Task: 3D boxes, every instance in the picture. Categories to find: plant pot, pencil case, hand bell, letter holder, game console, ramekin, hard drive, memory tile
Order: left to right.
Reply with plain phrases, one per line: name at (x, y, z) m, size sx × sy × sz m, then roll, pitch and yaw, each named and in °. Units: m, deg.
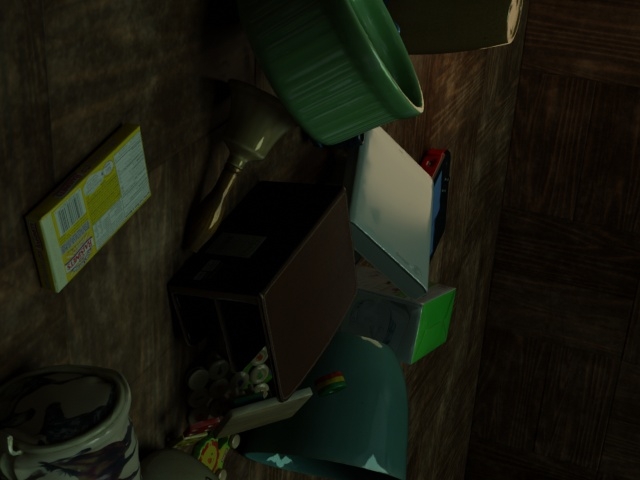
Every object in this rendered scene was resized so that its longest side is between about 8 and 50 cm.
pencil case at (-0.285, 0.327, 1.215) m, size 0.183 × 0.160 × 0.410 m, roll -50°, pitch 148°, yaw -50°
hand bell at (-0.131, -0.094, 1.502) m, size 0.242 × 0.126 × 0.126 m, roll -62°, pitch 160°, yaw -3°
memory tile at (-0.143, 0.226, 1.653) m, size 0.148 × 0.012 × 0.113 m, roll -17°, pitch 125°, yaw -31°
letter holder at (-0.071, 0.076, 1.611) m, size 0.302 × 0.152 × 0.214 m, roll -53°, pitch 141°, yaw -48°
ramekin at (0.010, -0.280, 1.473) m, size 0.303 × 0.148 × 0.303 m, roll 55°, pitch 18°, yaw -28°
plant pot at (0.025, 0.296, 1.900) m, size 0.293 × 0.293 × 0.235 m, roll 55°, pitch 42°, yaw -65°
hard drive at (0.120, -0.064, 1.857) m, size 0.203 × 0.040 × 0.307 m, roll 42°, pitch 34°, yaw -24°
game console at (0.245, -0.005, 2.624) m, size 0.342 × 0.060 × 0.386 m, roll 80°, pitch 30°, yaw -47°
plant pot at (0.257, -0.463, 2.067) m, size 0.237 × 0.255 × 0.237 m, roll 13°, pitch 90°, yaw -72°

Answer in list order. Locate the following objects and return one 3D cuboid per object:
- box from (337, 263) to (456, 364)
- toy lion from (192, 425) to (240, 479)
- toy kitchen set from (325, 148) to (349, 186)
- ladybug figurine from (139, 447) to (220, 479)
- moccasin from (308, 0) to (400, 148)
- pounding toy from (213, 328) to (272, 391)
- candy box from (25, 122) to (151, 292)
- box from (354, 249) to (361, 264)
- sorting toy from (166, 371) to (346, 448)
box at (0.122, 0.137, 2.113) m, size 0.262 × 0.231 × 0.126 m, roll -14°, pitch 115°, yaw -69°
toy lion at (-0.178, 0.348, 1.729) m, size 0.100 × 0.034 × 0.096 m, roll -68°, pitch 151°, yaw -23°
toy kitchen set at (0.110, -0.109, 2.016) m, size 0.122 × 0.166 × 0.207 m, roll 47°, pitch 59°, yaw -66°
ladybug figurine at (-0.206, 0.514, 1.554) m, size 0.305 × 0.162 × 0.449 m, roll -51°, pitch 149°, yaw -51°
moccasin at (0.080, -0.310, 1.875) m, size 0.138 × 0.117 × 0.341 m, roll 44°, pitch 61°, yaw -68°
pounding toy at (-0.079, 0.166, 1.757) m, size 0.237 × 0.110 × 0.182 m, roll 70°, pitch 37°, yaw -58°
candy box at (-0.265, -0.042, 1.231) m, size 0.206 × 0.027 × 0.105 m, roll -55°, pitch 154°, yaw -46°
box at (0.000, 0.000, 1.825) m, size 0.126 × 0.137 × 0.072 m, roll -53°, pitch 148°, yaw -49°
sorting toy at (-0.104, 0.253, 1.617) m, size 0.046 × 0.275 × 0.132 m, roll 69°, pitch -24°, yaw 18°
